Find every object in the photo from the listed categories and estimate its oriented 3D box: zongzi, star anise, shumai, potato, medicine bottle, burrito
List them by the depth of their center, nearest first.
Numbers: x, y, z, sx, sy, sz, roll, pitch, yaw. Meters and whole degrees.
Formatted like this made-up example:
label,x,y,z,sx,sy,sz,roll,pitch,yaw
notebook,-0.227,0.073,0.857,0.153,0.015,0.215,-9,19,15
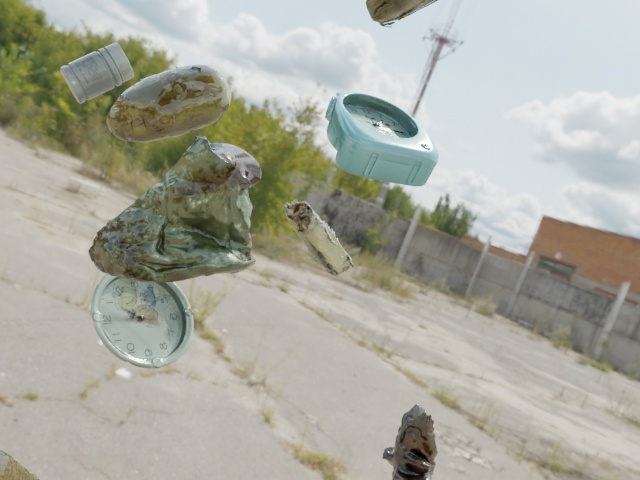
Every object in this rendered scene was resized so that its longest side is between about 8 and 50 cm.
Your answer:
label,x,y,z,sx,sy,sz,roll,pitch,yaw
star anise,0.093,0.240,0.719,0.056,0.124,0.129,12,-11,-2
burrito,0.000,0.000,0.934,0.041,0.045,0.185,43,-7,34
medicine bottle,-0.330,-0.248,0.980,0.058,0.091,0.058,52,-17,23
shumai,-0.221,-0.050,0.998,0.271,0.204,0.222,-3,7,10
zongzi,0.169,-0.538,1.434,0.194,0.099,0.197,-22,8,33
potato,-0.338,-0.311,1.491,0.191,0.296,0.141,40,-28,46

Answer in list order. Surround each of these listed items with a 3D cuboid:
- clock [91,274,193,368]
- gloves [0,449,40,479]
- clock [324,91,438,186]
label,x,y,z,sx,sy,sz,roll,pitch,yaw
clock,-0.383,0.167,1.413,0.236,0.237,0.053,21,-39,-33
gloves,-0.425,0.299,0.717,0.155,0.203,0.357,25,-35,29
clock,0.116,-0.230,1.425,0.223,0.094,0.274,9,35,-23
